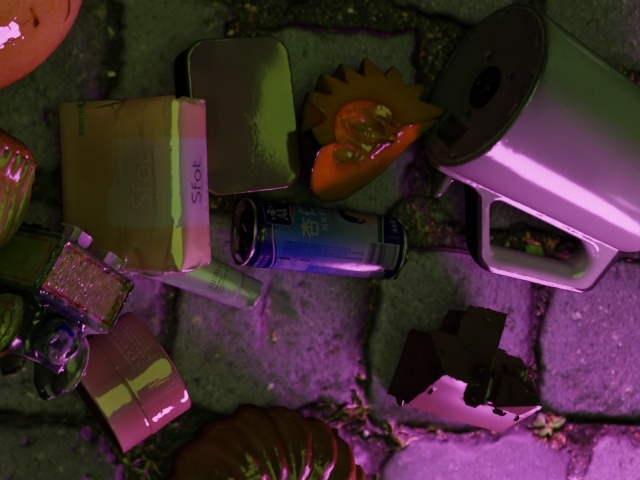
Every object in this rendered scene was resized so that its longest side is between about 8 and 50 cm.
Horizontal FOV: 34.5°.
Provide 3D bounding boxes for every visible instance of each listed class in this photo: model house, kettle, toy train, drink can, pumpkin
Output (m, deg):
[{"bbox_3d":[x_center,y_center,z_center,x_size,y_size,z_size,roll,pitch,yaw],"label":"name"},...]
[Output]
[{"bbox_3d":[0.244,0.189,1.471,0.180,0.248,0.176,20,85,-25],"label":"model house"},{"bbox_3d":[0.344,-0.103,1.521,0.376,0.250,0.361,25,104,-26],"label":"kettle"},{"bbox_3d":[-0.345,0.074,1.198,0.134,0.260,0.178,42,66,-43],"label":"toy train"},{"bbox_3d":[0.000,0.000,1.430,0.235,0.097,0.097,6,92,-24],"label":"drink can"},{"bbox_3d":[0.034,-0.153,1.445,0.254,0.149,0.130,-22,64,-40],"label":"pumpkin"}]

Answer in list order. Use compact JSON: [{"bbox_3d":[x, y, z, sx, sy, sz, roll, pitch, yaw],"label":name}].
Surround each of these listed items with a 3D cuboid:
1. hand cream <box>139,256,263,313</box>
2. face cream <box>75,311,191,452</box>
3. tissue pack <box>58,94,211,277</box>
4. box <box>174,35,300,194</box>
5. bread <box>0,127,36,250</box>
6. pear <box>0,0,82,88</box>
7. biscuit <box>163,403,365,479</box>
[{"bbox_3d":[-0.176,0.038,1.380,0.204,0.050,0.078,24,86,-19],"label":"hand cream"},{"bbox_3d":[-0.246,0.178,1.301,0.104,0.149,0.149,-33,106,-20],"label":"face cream"},{"bbox_3d":[-0.231,-0.068,1.283,0.186,0.090,0.222,2,93,19],"label":"tissue pack"},{"bbox_3d":[-0.115,-0.165,1.368,0.144,0.090,0.201,-9,98,-24],"label":"box"},{"bbox_3d":[-0.436,-0.073,1.105,0.227,0.253,0.143,19,85,-43],"label":"bread"},{"bbox_3d":[-0.417,-0.306,1.086,0.348,0.348,0.349,-2,95,-24],"label":"pear"},{"bbox_3d":[-0.074,0.393,1.426,0.325,0.107,0.326,-3,99,-23],"label":"biscuit"}]
